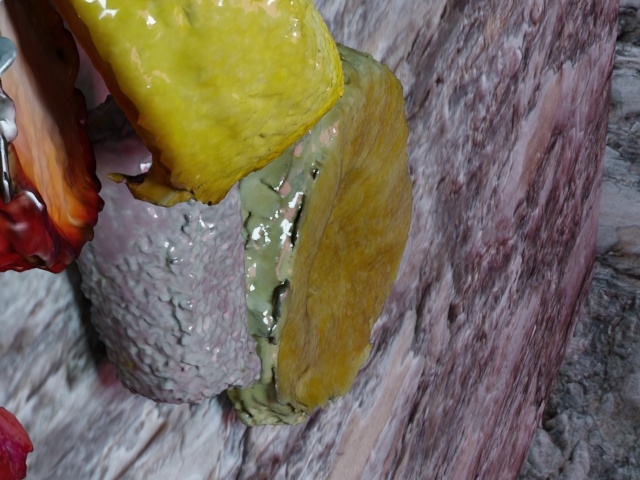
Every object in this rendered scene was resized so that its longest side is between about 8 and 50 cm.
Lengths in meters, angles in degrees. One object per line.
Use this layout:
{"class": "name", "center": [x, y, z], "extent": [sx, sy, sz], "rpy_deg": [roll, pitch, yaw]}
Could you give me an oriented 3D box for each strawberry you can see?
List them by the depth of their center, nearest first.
{"class": "strawberry", "center": [-0.170, -0.062, 0.521], "extent": [0.236, 0.111, 0.190], "rpy_deg": [83, -8, -79]}

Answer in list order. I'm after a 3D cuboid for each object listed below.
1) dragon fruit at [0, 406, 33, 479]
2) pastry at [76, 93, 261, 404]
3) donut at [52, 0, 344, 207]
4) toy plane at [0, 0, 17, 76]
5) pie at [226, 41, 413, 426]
{"class": "dragon fruit", "center": [-0.226, 0.138, 0.471], "extent": [0.262, 0.134, 0.212], "rpy_deg": [-92, 163, -55]}
{"class": "pastry", "center": [-0.098, 0.020, 0.754], "extent": [0.112, 0.102, 0.265], "rpy_deg": [-54, 148, -34]}
{"class": "donut", "center": [-0.082, -0.138, 0.552], "extent": [0.253, 0.118, 0.253], "rpy_deg": [59, 7, -12]}
{"class": "toy plane", "center": [-0.231, -0.026, 0.358], "extent": [0.267, 0.212, 0.088], "rpy_deg": [-48, 155, -10]}
{"class": "pie", "center": [0.000, 0.000, 1.019], "extent": [0.339, 0.083, 0.340], "rpy_deg": [10, 90, -71]}
